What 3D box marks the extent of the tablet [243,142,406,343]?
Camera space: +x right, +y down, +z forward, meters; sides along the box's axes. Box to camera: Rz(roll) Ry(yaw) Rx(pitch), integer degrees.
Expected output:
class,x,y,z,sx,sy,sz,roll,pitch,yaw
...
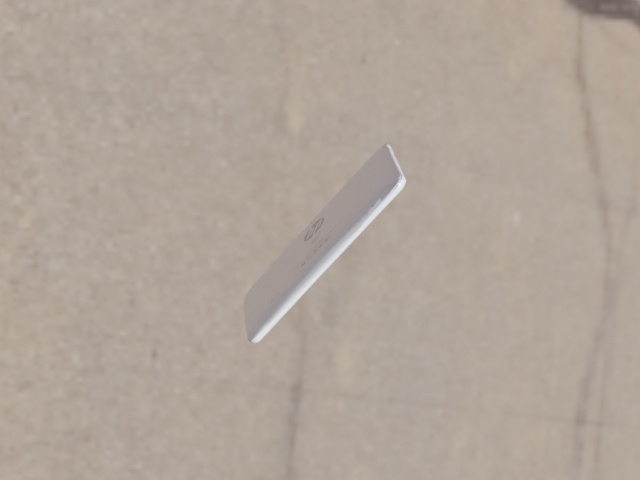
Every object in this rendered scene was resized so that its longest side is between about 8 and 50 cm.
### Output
class,x,y,z,sx,sy,sz,roll,pitch,yaw
tablet,0.000,0.000,0.665,0.006,0.083,0.054,41,10,-15
